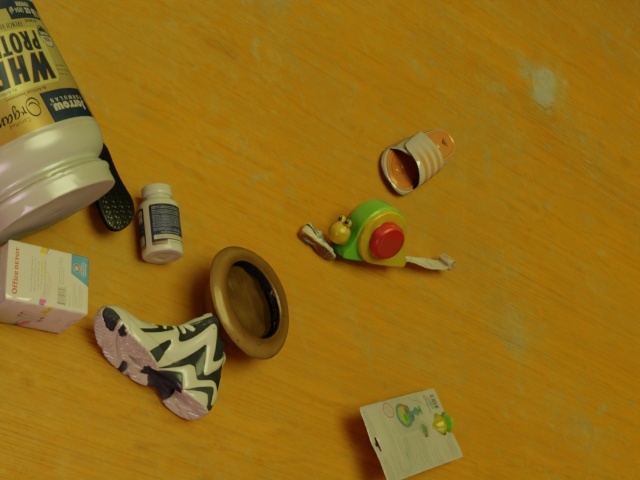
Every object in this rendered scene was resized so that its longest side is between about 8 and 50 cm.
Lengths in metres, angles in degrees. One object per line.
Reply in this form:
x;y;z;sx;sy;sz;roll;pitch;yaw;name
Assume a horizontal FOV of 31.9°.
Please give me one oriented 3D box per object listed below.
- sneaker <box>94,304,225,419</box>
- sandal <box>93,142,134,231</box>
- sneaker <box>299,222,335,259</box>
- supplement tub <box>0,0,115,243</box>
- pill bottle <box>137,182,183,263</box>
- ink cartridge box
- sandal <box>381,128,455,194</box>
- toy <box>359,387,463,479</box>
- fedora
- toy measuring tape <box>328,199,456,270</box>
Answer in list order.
-0.232;0.147;1.714;0.235;0.094;0.153;42;45;-18;sneaker
-0.345;-0.083;1.781;0.067;0.040;0.179;9;48;-45;sandal
0.000;0.000;2.046;0.083;0.032;0.037;43;46;-18;sneaker
-0.450;-0.177;1.592;0.228;0.228;0.316;-27;87;-47;supplement tub
-0.259;-0.028;1.801;0.067;0.067;0.120;10;62;-39;pill bottle
-0.414;0.065;1.593;0.143;0.090;0.092;16;58;-35;ink cartridge box
0.219;-0.185;2.313;0.265;0.076;0.102;-37;94;-46;sandal
0.149;0.347;1.979;0.237;0.056;0.136;-5;68;-49;toy
-0.133;0.107;1.826;0.194;0.079;0.194;31;49;-42;fedora
0.150;-0.011;2.123;0.330;0.121;0.121;8;63;-39;toy measuring tape
